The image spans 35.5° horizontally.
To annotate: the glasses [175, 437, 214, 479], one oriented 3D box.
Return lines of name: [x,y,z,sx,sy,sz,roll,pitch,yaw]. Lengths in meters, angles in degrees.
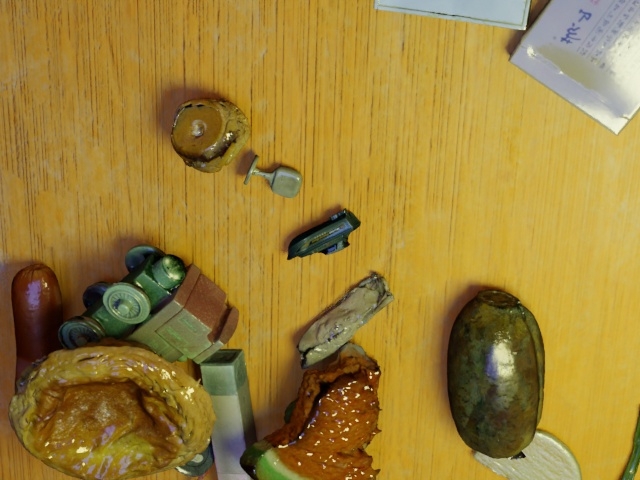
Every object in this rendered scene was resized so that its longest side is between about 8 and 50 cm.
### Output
glasses: [-0.335,0.411,1.915,0.234,0.118,0.268,34,133,0]

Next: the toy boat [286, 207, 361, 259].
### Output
toy boat: [0.000,0.000,1.671,0.141,0.055,0.060,-27,93,21]

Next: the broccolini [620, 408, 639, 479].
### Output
broccolini: [0.520,0.384,1.669,0.051,0.054,0.239,18,110,24]

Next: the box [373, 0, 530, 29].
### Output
box: [0.203,-0.393,1.467,0.225,0.086,0.129,11,110,11]

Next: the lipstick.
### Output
lipstick: [-0.158,0.357,1.830,0.068,0.066,0.317,-2,108,15]

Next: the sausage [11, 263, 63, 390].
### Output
sausage: [-0.523,0.183,1.862,0.089,0.083,0.300,8,113,6]

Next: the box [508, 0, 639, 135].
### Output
box: [0.457,-0.353,1.429,0.204,0.051,0.365,35,113,1]

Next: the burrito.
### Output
burrito: [0.037,0.142,1.711,0.063,0.058,0.229,44,116,-7]

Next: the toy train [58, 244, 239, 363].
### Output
toy train: [-0.309,0.148,1.759,0.221,0.150,0.304,42,124,-17]

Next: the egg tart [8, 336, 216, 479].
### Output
egg tart: [-0.348,0.275,1.696,0.352,0.150,0.352,0,132,0]

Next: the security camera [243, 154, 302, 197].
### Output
security camera: [-0.076,-0.104,1.667,0.092,0.058,0.058,22,113,-6]

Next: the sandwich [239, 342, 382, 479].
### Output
sandwich: [0.003,0.314,1.732,0.250,0.162,0.301,23,98,-30]

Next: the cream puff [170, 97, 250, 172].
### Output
cream puff: [-0.176,-0.174,1.634,0.133,0.104,0.119,-20,70,13]

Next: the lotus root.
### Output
lotus root: [0.280,0.219,1.619,0.160,0.152,0.275,6,106,35]

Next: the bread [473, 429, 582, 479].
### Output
bread: [0.372,0.377,1.712,0.193,0.036,0.112,31,108,7]
